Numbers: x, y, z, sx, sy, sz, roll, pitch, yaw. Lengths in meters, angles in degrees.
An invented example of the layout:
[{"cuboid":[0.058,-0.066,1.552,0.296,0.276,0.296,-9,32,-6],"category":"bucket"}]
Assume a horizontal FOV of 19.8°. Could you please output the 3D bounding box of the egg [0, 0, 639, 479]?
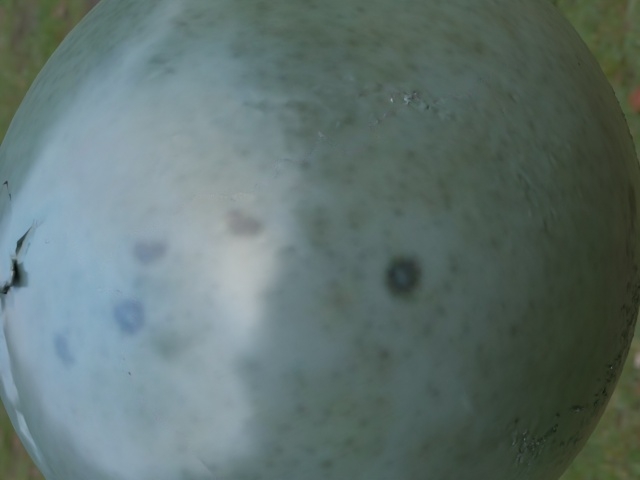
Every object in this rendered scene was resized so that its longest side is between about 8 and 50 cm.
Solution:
[{"cuboid":[0.000,0.000,0.482,0.236,0.169,0.169,-54,-16,-69],"category":"egg"}]
